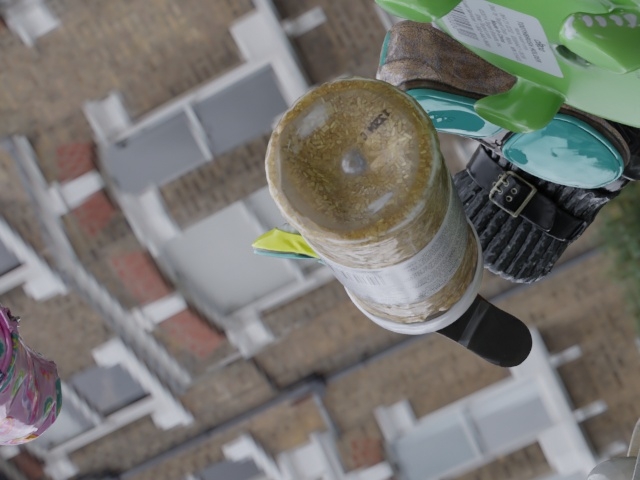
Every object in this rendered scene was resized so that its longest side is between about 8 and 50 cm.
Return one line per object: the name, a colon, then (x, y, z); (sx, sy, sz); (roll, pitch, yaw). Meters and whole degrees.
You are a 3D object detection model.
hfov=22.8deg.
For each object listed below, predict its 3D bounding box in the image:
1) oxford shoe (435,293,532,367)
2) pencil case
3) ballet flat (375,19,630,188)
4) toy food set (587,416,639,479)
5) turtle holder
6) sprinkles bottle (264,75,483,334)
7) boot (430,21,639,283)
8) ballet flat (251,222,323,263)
oxford shoe: (0.127, 0.065, 1.694); (0.212, 0.076, 0.076); (38, 179, 1)
pencil case: (-0.349, 0.139, 1.674); (0.284, 0.124, 0.124); (87, 162, -72)
ballet flat: (0.185, -0.142, 1.550); (0.316, 0.107, 0.106); (18, -125, -37)
toy food set: (0.253, 0.174, 1.216); (0.306, 0.092, 0.220); (86, -159, -61)
turtle holder: (0.213, -0.183, 0.987); (0.243, 0.227, 0.320); (34, 169, -32)
sprinkles bottle: (0.052, -0.014, 1.210); (0.355, 0.121, 0.121); (51, -165, -74)
boot: (0.198, -0.126, 1.832); (0.348, 0.260, 0.131); (45, -140, -2)
ballet flat: (0.000, 0.000, 2.247); (0.077, 0.231, 0.077); (5, -84, -49)
